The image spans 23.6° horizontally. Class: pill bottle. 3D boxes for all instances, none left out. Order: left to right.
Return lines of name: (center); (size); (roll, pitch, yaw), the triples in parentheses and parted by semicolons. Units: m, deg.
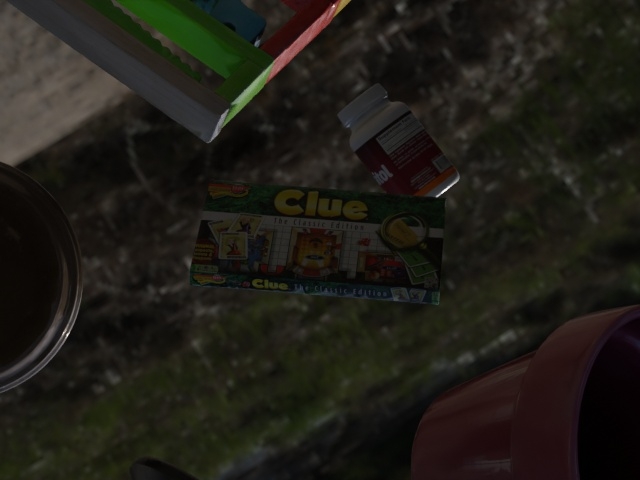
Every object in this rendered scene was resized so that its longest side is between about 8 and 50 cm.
pill bottle: (0.091, -0.110, 1.845); (0.086, 0.152, 0.086); (-37, 179, -1)

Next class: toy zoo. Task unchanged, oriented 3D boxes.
toy zoo: (-0.070, -0.207, 1.046); (0.293, 0.192, 0.030); (-49, 172, -40)

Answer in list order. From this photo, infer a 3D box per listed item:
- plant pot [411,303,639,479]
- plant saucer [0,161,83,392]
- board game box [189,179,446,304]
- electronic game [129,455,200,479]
plant pot: (0.167, 0.153, 1.041); (0.201, 0.201, 0.180); (-22, -174, -41)
plant saucer: (-0.405, 0.041, 1.710); (0.278, 0.278, 0.041); (-31, -175, -7)
board game box: (0.000, 0.000, 1.618); (0.260, 0.136, 0.030); (4, 135, 4)
electronic game: (-0.111, 0.309, 1.630); (0.048, 0.229, 0.229); (-50, 175, -22)
